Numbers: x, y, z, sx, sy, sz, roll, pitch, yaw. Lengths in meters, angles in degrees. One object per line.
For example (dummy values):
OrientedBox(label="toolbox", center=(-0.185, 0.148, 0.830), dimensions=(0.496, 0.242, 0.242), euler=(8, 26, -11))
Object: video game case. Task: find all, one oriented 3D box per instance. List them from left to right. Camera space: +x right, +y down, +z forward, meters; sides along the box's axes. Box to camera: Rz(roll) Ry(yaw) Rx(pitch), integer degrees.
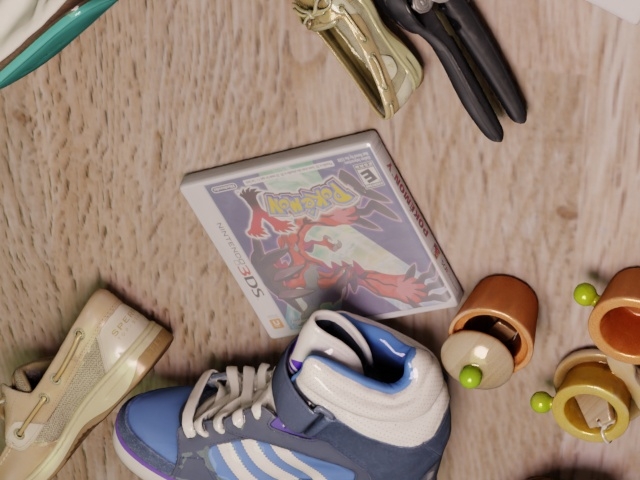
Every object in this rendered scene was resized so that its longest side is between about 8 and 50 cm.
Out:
OrientedBox(label="video game case", center=(0.000, 0.000, 1.654), dimensions=(0.201, 0.023, 0.183), euler=(-12, 122, 31))

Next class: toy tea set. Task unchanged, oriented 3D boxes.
OrientedBox(label="toy tea set", center=(0.265, 0.121, 1.570), dimensions=(0.336, 0.124, 0.200), euler=(-3, 127, 25))

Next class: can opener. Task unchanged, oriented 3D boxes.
OrientedBox(label="can opener", center=(0.106, -0.156, 1.463), dimensions=(0.059, 0.073, 0.186), euler=(-40, 113, 1))

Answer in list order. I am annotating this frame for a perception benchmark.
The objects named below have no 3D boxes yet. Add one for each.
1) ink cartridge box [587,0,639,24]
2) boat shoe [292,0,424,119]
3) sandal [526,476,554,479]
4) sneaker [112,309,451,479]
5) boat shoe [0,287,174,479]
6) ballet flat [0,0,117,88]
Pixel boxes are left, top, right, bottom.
OrientedBox(label="ink cartridge box", center=(0.215, -0.326, 1.254), dimensions=(0.176, 0.069, 0.371), euler=(27, 136, 2))
OrientedBox(label="boat shoe", center=(0.018, -0.163, 1.481), dimensions=(0.153, 0.048, 0.056), euler=(48, 154, -23))
OrientedBox(label="sandal", center=(0.208, 0.261, 1.766), dimensions=(0.090, 0.060, 0.219), euler=(41, 147, -5))
OrientedBox(label="sneaker", center=(-0.039, 0.132, 1.706), dimensions=(0.323, 0.130, 0.236), euler=(12, 133, 12))
OrientedBox(label="boat shoe", center=(-0.262, 0.156, 1.849), dimensions=(0.098, 0.109, 0.302), euler=(41, 127, -5))
OrientedBox(label="ballet flat", center=(-0.176, -0.241, 1.469), dimensions=(0.400, 0.139, 0.139), euler=(-25, 115, 38))
